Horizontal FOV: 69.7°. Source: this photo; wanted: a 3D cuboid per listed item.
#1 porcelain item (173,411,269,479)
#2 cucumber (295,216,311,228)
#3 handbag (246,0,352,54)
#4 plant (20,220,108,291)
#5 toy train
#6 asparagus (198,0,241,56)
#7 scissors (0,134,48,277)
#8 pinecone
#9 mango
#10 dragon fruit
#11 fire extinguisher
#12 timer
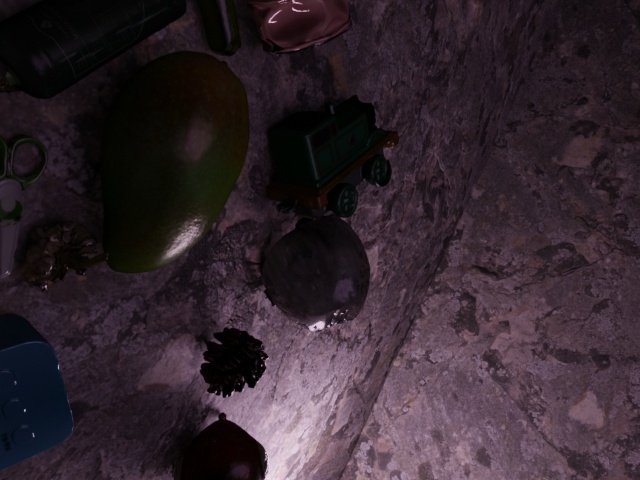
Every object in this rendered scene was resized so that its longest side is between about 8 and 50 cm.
[{"bbox_3d":[-0.257,0.572,1.212,0.253,0.253,0.253,-37,139,-41],"label":"porcelain item"},{"bbox_3d":[-0.002,0.000,1.315,0.072,0.072,0.300,-62,148,-8],"label":"cucumber"},{"bbox_3d":[-0.036,-0.432,0.854,0.205,0.179,0.116,-50,139,-29],"label":"handbag"},{"bbox_3d":[-0.375,0.031,0.696,0.104,0.122,0.116,41,67,-71],"label":"plant"},{"bbox_3d":[0.028,-0.216,1.124,0.429,0.178,0.249,-43,132,-35],"label":"toy train"},{"bbox_3d":[-0.177,-0.443,0.736,0.067,0.060,0.277,-24,133,-24],"label":"asparagus"},{"bbox_3d":[-0.436,-0.045,0.630,0.101,0.027,0.204,-7,114,-55],"label":"scissors"},{"bbox_3d":[-0.209,0.290,1.092,0.173,0.174,0.173,-37,139,-41],"label":"pinecone"},{"bbox_3d":[-0.242,-0.111,0.730,0.382,0.201,0.225,-63,175,13],"label":"mango"},{"bbox_3d":[0.015,0.084,1.174,0.283,0.221,0.204,-15,146,-28],"label":"dragon fruit"},{"bbox_3d":[-0.322,-0.271,0.594,0.114,0.095,0.311,45,62,-11],"label":"fire extinguisher"},{"bbox_3d":[-0.514,0.256,0.661,0.250,0.091,0.231,-27,133,-43],"label":"timer"}]
